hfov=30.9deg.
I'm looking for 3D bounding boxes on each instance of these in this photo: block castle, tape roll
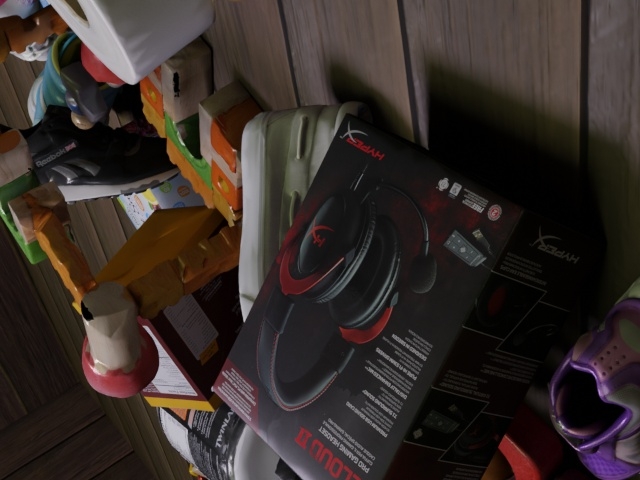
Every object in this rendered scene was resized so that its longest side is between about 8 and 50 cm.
[{"bbox_3d":[-0.236,-0.076,1.344,0.453,0.303,0.213,51,160,21],"label":"block castle"},{"bbox_3d":[-0.221,-0.285,1.063,0.286,0.100,0.286,50,171,11],"label":"tape roll"}]

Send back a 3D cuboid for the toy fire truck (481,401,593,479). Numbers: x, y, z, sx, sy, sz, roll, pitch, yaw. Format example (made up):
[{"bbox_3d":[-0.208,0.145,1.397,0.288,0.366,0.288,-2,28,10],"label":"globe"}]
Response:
[{"bbox_3d":[0.149,0.209,1.066,0.254,0.169,0.302,30,148,34],"label":"toy fire truck"}]

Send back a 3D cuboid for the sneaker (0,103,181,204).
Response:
[{"bbox_3d":[-0.308,-0.120,1.510,0.107,0.283,0.124,-112,11,-70],"label":"sneaker"}]

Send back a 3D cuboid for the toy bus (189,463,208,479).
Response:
[{"bbox_3d":[-0.133,0.397,2.072,0.202,0.191,0.104,96,-178,-58],"label":"toy bus"}]

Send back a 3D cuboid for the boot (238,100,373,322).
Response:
[{"bbox_3d":[0.000,0.000,1.041,0.123,0.095,0.258,-8,82,27],"label":"boot"}]

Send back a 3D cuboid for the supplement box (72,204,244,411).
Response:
[{"bbox_3d":[-0.178,0.088,1.521,0.129,0.191,0.194,-3,129,42],"label":"supplement box"}]

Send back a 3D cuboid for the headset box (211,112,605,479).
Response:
[{"bbox_3d":[0.052,0.078,0.912,0.110,0.293,0.218,19,-168,-41],"label":"headset box"}]

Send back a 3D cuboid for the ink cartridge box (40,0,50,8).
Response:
[{"bbox_3d":[-0.365,-0.392,1.539,0.104,0.061,0.181,16,134,61],"label":"ink cartridge box"}]

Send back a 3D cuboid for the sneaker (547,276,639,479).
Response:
[{"bbox_3d":[0.212,0.121,0.863,0.095,0.104,0.236,46,158,27],"label":"sneaker"}]

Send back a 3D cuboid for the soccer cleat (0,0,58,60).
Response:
[{"bbox_3d":[-0.433,-0.321,1.688,0.143,0.116,0.331,52,-177,-21],"label":"soccer cleat"}]

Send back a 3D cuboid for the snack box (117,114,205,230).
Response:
[{"bbox_3d":[-0.238,-0.063,1.703,0.207,0.070,0.174,59,158,1],"label":"snack box"}]

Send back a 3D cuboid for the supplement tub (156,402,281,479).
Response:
[{"bbox_3d":[-0.101,0.247,1.631,0.338,0.207,0.207,22,139,60],"label":"supplement tub"}]

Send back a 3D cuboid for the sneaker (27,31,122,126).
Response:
[{"bbox_3d":[-0.345,-0.235,1.671,0.319,0.127,0.208,-110,36,-54],"label":"sneaker"}]
